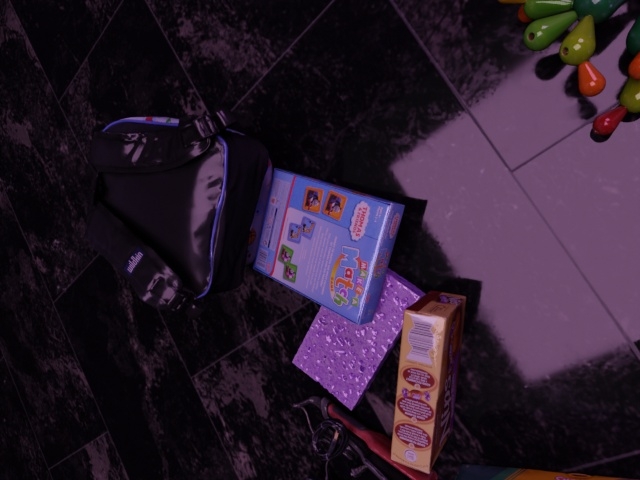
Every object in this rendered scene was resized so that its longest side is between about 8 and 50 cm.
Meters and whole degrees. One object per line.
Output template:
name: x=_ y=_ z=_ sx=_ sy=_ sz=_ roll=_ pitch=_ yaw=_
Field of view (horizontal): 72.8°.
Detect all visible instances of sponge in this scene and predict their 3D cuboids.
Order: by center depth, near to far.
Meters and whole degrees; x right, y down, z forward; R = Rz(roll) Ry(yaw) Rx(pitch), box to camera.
sponge: x=0.048 y=0.129 z=0.622 sx=0.117 sy=0.031 sz=0.210 roll=35 pitch=112 yaw=23

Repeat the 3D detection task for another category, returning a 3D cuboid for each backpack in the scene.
backpack: x=-0.215 y=-0.064 z=0.652 sx=0.263 sy=0.213 sz=0.276 roll=18 pitch=99 yaw=19

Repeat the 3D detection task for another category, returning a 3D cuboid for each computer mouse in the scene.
computer mouse: x=0.002 y=0.360 z=0.644 sx=0.071 sy=0.041 sz=0.242 roll=23 pitch=119 yaw=34

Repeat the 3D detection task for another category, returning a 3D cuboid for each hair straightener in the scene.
hair straightener: x=0.049 y=0.310 z=0.634 sx=0.230 sy=0.047 sz=0.089 roll=25 pitch=107 yaw=26

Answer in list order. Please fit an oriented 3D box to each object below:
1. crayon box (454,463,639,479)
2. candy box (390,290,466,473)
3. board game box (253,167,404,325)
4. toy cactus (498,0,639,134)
crayon box: x=0.269 y=0.319 z=0.437 sx=0.278 sy=0.165 sz=0.081 roll=-11 pitch=90 yaw=31
candy box: x=0.133 y=0.165 z=0.531 sx=0.053 sy=0.109 sz=0.186 roll=7 pitch=99 yaw=29
board game box: x=0.000 y=0.000 z=0.604 sx=0.211 sy=0.039 sz=0.160 roll=23 pitch=105 yaw=39
toy cactus: x=0.282 y=-0.229 z=0.405 sx=0.180 sy=0.112 sz=0.219 roll=-29 pitch=84 yaw=23
